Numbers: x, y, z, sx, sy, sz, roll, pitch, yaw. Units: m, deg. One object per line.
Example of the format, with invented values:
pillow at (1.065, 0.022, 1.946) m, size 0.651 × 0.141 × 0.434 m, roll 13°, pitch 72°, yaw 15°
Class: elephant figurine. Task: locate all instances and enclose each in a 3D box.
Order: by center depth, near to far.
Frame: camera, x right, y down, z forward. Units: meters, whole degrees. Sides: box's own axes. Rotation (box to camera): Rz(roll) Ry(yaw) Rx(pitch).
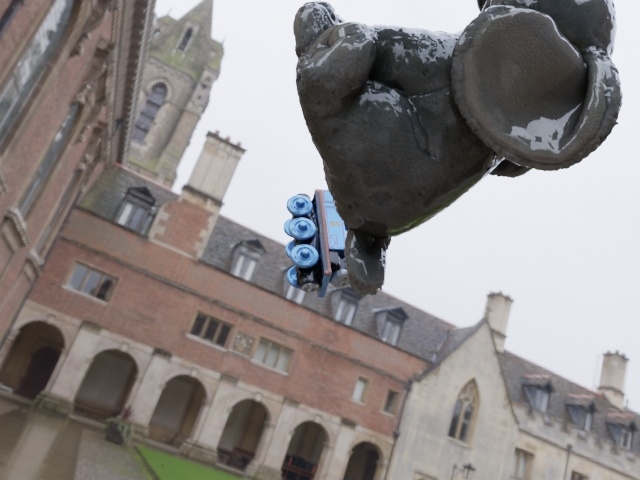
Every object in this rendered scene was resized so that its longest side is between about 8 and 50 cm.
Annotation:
elephant figurine at (0.112, -0.104, 0.373) m, size 0.239 × 0.170 × 0.186 m, roll -12°, pitch -48°, yaw 11°

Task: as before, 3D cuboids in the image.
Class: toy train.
toy train at (0.000, 0.000, 0.903) m, size 0.105 × 0.184 × 0.080 m, roll 0°, pitch -39°, yaw -9°
